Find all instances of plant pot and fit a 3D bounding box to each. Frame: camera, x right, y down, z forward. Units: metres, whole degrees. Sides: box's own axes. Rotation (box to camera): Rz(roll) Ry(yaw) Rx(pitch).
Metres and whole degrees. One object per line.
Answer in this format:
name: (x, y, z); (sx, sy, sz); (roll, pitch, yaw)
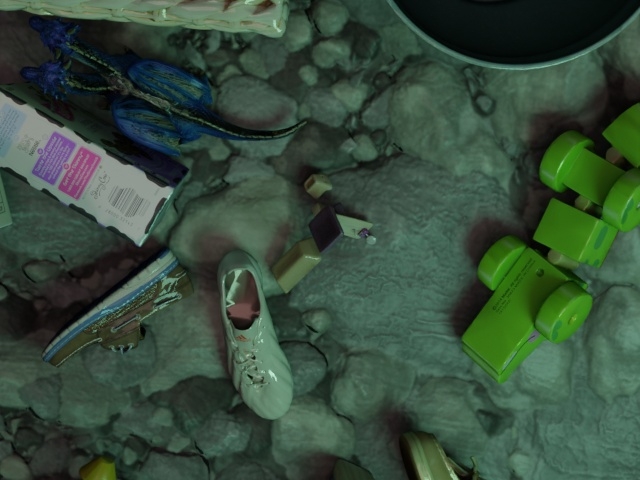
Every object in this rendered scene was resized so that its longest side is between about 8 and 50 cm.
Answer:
plant pot: (0.177, -0.315, 1.105); (0.293, 0.196, 0.293); (0, 100, 0)

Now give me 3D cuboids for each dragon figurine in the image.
dragon figurine: (-0.162, -0.140, 1.157); (0.289, 0.144, 0.085); (25, 99, -5)

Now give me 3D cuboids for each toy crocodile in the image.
toy crocodile: (0.268, 0.001, 1.218); (0.115, 0.105, 0.340); (37, 101, 35)

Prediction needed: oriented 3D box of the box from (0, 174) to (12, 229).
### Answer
box: (-0.429, -0.141, 1.139); (0.121, 0.148, 0.311); (-7, 100, 22)

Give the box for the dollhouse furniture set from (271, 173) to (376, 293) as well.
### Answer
dollhouse furniture set: (0.000, 0.000, 1.256); (0.081, 0.091, 0.114); (15, 131, -43)

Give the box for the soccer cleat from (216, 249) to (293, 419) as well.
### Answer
soccer cleat: (-0.076, 0.108, 1.239); (0.068, 0.076, 0.196); (-13, 101, 1)

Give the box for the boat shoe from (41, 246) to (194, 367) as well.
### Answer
boat shoe: (-0.218, 0.088, 1.238); (0.183, 0.066, 0.066); (-37, 100, 5)

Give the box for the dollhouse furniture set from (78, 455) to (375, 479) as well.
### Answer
dollhouse furniture set: (-0.097, 0.318, 1.171); (0.303, 0.286, 0.198); (25, 99, -17)

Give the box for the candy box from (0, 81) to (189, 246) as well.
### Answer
candy box: (-0.240, -0.083, 1.156); (0.196, 0.165, 0.070); (30, 98, -6)

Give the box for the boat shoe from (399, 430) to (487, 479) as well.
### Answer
boat shoe: (0.177, 0.318, 1.277); (0.089, 0.104, 0.285); (-29, 110, 0)

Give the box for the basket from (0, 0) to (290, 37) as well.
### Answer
basket: (-0.174, -0.335, 1.031); (0.331, 0.328, 0.266); (6, 102, -2)
